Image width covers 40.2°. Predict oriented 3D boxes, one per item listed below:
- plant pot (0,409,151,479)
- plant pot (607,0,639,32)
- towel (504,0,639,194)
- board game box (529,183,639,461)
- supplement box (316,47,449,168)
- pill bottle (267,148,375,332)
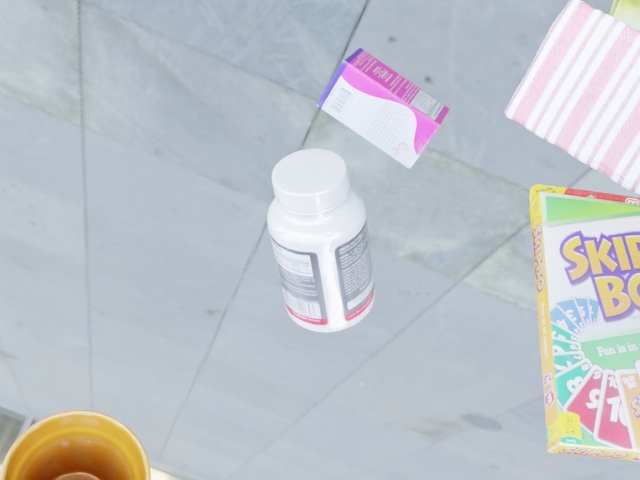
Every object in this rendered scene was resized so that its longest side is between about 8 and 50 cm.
[{"bbox_3d":[-0.361,0.379,1.294,0.205,0.205,0.188,21,146,-3],"label":"plant pot"},{"bbox_3d":[0.511,-0.211,1.031,0.353,0.366,0.366,19,156,16],"label":"plant pot"},{"bbox_3d":[0.309,-0.146,0.914,0.197,0.144,0.029,34,-162,14],"label":"towel"},{"bbox_3d":[0.254,0.061,0.773,0.124,0.259,0.039,7,149,-7],"label":"board game box"},{"bbox_3d":[0.124,-0.258,1.698,0.220,0.114,0.111,36,122,2],"label":"supplement box"},{"bbox_3d":[0.000,0.000,1.578,0.176,0.176,0.318,10,135,21],"label":"pill bottle"}]
